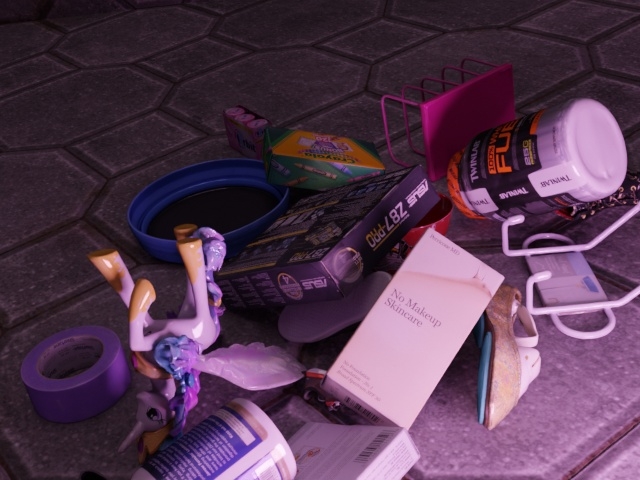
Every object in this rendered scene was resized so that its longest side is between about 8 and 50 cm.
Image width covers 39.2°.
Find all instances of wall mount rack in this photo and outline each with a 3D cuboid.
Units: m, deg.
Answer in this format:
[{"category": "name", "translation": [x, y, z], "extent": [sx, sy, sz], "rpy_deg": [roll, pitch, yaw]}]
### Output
[{"category": "wall mount rack", "translation": [0.517, 0.030, 1.705], "extent": [0.304, 0.131, 0.350], "rpy_deg": [-7, 32, 1]}]

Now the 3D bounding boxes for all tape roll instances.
[{"category": "tape roll", "translation": [-0.457, 0.248, 1.685], "extent": [0.188, 0.080, 0.189], "rpy_deg": [-8, 31, 5]}]

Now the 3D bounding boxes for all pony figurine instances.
[{"category": "pony figurine", "translation": [-0.229, 0.165, 1.562], "extent": [0.302, 0.364, 0.351], "rpy_deg": [7, 19, 39]}]

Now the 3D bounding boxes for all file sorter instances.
[{"category": "file sorter", "translation": [0.319, -0.316, 2.251], "extent": [0.290, 0.202, 0.182], "rpy_deg": [-28, 34, -26]}]

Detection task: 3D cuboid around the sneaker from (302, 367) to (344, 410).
[{"category": "sneaker", "translation": [0.040, 0.269, 1.547], "extent": [0.157, 0.061, 0.065], "rpy_deg": [8, 63, 28]}]

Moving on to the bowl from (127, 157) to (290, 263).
[{"category": "bowl", "translation": [-0.260, -0.073, 2.147], "extent": [0.391, 0.077, 0.391], "rpy_deg": [-8, 32, 5]}]

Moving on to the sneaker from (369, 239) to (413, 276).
[{"category": "sneaker", "translation": [0.166, 0.046, 1.816], "extent": [0.225, 0.093, 0.088], "rpy_deg": [3, 34, 19]}]

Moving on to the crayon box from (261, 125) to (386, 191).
[{"category": "crayon box", "translation": [0.003, -0.190, 2.168], "extent": [0.278, 0.081, 0.165], "rpy_deg": [7, 29, -13]}]

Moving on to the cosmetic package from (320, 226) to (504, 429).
[{"category": "cosmetic package", "translation": [0.151, 0.152, 1.481], "extent": [0.160, 0.113, 0.309], "rpy_deg": [33, 70, 7]}]

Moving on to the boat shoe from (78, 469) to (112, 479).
[{"category": "boat shoe", "translation": [-0.313, 0.421, 1.375], "extent": [0.075, 0.065, 0.206], "rpy_deg": [-29, 37, -32]}]

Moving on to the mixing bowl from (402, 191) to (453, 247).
[{"category": "mixing bowl", "translation": [0.195, -0.024, 1.909], "extent": [0.181, 0.098, 0.181], "rpy_deg": [-8, 27, 4]}]

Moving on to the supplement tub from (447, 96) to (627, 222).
[{"category": "supplement tub", "translation": [0.438, -0.155, 1.864], "extent": [0.207, 0.207, 0.338], "rpy_deg": [-39, 13, -38]}]

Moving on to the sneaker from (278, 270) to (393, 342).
[{"category": "sneaker", "translation": [0.061, 0.144, 1.700], "extent": [0.295, 0.147, 0.105], "rpy_deg": [-21, 60, 37]}]

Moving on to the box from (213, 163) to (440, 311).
[{"category": "box", "translation": [0.000, 0.000, 1.765], "extent": [0.318, 0.097, 0.395], "rpy_deg": [-42, 18, -34]}]

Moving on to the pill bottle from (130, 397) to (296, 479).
[{"category": "pill bottle", "translation": [-0.178, 0.360, 1.298], "extent": [0.264, 0.153, 0.153], "rpy_deg": [-34, 38, -25]}]

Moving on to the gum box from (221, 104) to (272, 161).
[{"category": "gum box", "translation": [-0.196, -0.292, 2.450], "extent": [0.062, 0.107, 0.188], "rpy_deg": [-26, 34, -23]}]

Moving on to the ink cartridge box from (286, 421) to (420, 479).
[{"category": "ink cartridge box", "translation": [-0.020, 0.383, 1.364], "extent": [0.275, 0.060, 0.239], "rpy_deg": [-37, 16, -36]}]

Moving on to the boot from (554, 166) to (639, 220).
[{"category": "boot", "translation": [0.621, -0.088, 1.909], "extent": [0.178, 0.085, 0.236], "rpy_deg": [-26, 28, -21]}]

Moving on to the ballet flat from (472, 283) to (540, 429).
[{"category": "ballet flat", "translation": [0.318, 0.185, 1.535], "extent": [0.123, 0.123, 0.349], "rpy_deg": [-5, 31, 9]}]
